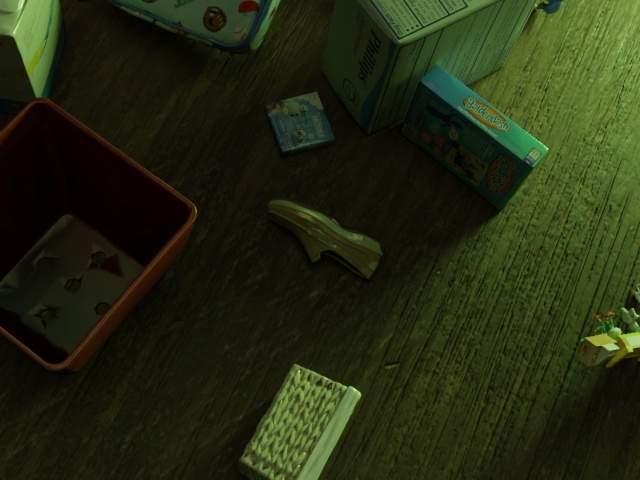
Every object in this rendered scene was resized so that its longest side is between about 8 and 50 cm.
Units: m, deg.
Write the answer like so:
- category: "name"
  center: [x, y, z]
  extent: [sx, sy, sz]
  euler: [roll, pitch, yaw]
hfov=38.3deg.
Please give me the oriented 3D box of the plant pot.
- category: "plant pot"
  center: [-0.345, 0.023, 1.231]
  extent: [0.267, 0.235, 0.267]
  euler: [36, 70, 7]

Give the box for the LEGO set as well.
- category: "LEGO set"
  center: [0.484, 0.104, 1.366]
  extent: [0.287, 0.132, 0.107]
  euler: [-21, 64, -8]

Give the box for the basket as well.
- category: "basket"
  center: [-0.031, 0.264, 1.241]
  extent: [0.103, 0.113, 0.167]
  euler: [27, 68, 6]

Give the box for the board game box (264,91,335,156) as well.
- category: "board game box"
  center: [-0.034, -0.186, 1.468]
  extent: [0.090, 0.020, 0.090]
  euler: [-16, 71, -14]

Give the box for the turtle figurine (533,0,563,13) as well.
- category: "turtle figurine"
  center: [0.335, -0.544, 1.564]
  extent: [0.266, 0.274, 0.198]
  euler: [18, 33, 5]

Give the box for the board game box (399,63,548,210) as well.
- category: "board game box"
  center: [0.229, -0.154, 1.412]
  extent: [0.210, 0.160, 0.047]
  euler: [40, 69, 9]

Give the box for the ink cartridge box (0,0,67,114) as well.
- category: "ink cartridge box"
  center: [-0.487, -0.317, 1.350]
  extent: [0.171, 0.232, 0.168]
  euler: [10, 68, -3]

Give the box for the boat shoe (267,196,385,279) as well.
- category: "boat shoe"
  center: [0.000, 0.000, 1.377]
  extent: [0.190, 0.068, 0.072]
  euler: [24, 79, 3]

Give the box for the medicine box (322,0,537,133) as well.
- category: "medicine box"
  center: [0.170, -0.336, 1.420]
  extent: [0.289, 0.263, 0.149]
  euler: [-28, 74, -17]

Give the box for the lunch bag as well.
- category: "lunch bag"
  center: [-0.198, -0.446, 1.447]
  extent: [0.303, 0.115, 0.243]
  euler: [25, 101, 4]
